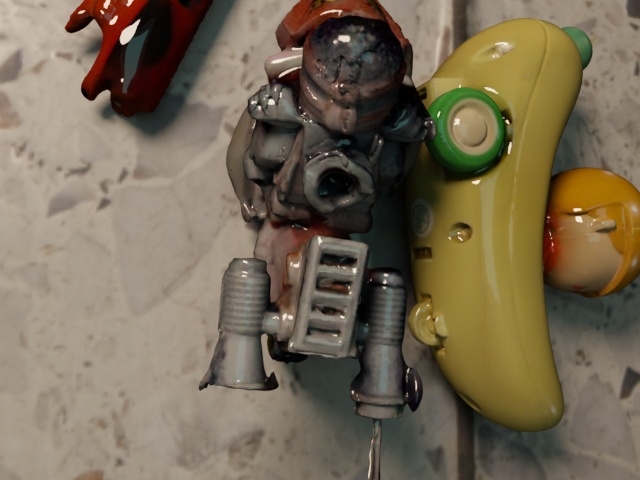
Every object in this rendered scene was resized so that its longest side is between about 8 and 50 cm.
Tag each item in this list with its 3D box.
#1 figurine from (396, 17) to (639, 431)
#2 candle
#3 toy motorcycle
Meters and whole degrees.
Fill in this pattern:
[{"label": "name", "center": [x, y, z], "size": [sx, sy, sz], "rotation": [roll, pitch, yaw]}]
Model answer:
[{"label": "figurine", "center": [0.165, -0.013, 0.544], "size": [0.222, 0.124, 0.325], "rotation": [-4, 88, -20]}, {"label": "candle", "center": [-0.092, -0.229, 0.519], "size": [0.084, 0.059, 0.302], "rotation": [36, 77, -23]}, {"label": "toy motorcycle", "center": [0.000, 0.000, 0.443], "size": [0.134, 0.207, 0.401], "rotation": [8, 82, -12]}]
